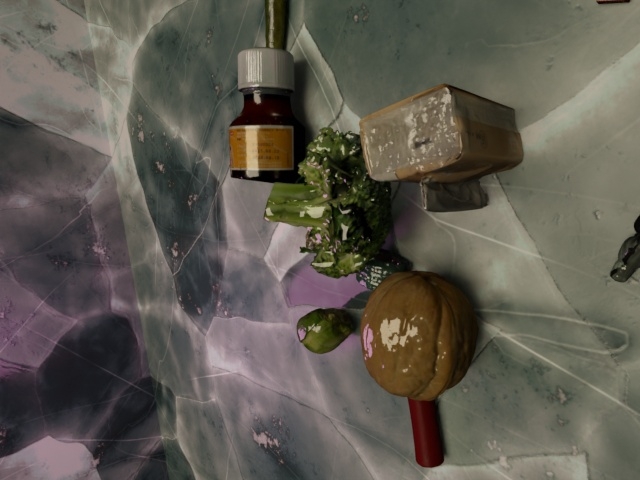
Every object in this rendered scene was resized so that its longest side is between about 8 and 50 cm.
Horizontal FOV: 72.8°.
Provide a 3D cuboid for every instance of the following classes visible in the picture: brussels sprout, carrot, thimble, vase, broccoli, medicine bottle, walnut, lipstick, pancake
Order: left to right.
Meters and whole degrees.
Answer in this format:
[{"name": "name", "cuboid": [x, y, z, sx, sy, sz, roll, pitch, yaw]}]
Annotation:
[{"name": "medicine bottle", "cuboid": [-0.160, -0.370, 1.335, 0.242, 0.242, 0.395, 8, 99, 43]}, {"name": "carrot", "cuboid": [-0.144, -0.689, 1.362, 0.074, 0.074, 0.358, 16, 110, 41]}, {"name": "pancake", "cuboid": [0.000, -0.005, 1.390, 0.129, 0.022, 0.116, 34, 118, 35]}, {"name": "brussels sprout", "cuboid": [0.008, 0.270, 1.322, 0.145, 0.183, 0.131, -50, 58, 14]}, {"name": "broccoli", "cuboid": [0.044, -0.081, 1.029, 0.338, 0.317, 0.277, -18, 55, 55]}, {"name": "thimble", "cuboid": [0.166, 0.081, 1.181, 0.135, 0.118, 0.090, 26, 116, 38]}, {"name": "walnut", "cuboid": [0.232, 0.228, 1.035, 0.252, 0.277, 0.313, 11, 104, 32]}, {"name": "lipstick", "cuboid": [0.282, 0.487, 1.180, 0.080, 0.080, 0.241, -5, 95, 44]}, {"name": "vase", "cuboid": [0.599, -0.013, 0.790, 0.060, 0.060, 0.211, 37, 121, 33]}]

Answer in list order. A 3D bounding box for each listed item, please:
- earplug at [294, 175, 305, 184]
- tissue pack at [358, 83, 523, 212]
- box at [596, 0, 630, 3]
[{"name": "earplug", "cuboid": [0.036, -0.104, 1.279, 0.280, 0.257, 0.164, -23, 45, 59]}, {"name": "tissue pack", "cuboid": [0.264, -0.168, 0.907, 0.238, 0.305, 0.238, 6, 100, 42]}, {"name": "box", "cuboid": [0.539, -0.474, 0.782, 0.051, 0.023, 0.082, 21, 113, 38]}]
